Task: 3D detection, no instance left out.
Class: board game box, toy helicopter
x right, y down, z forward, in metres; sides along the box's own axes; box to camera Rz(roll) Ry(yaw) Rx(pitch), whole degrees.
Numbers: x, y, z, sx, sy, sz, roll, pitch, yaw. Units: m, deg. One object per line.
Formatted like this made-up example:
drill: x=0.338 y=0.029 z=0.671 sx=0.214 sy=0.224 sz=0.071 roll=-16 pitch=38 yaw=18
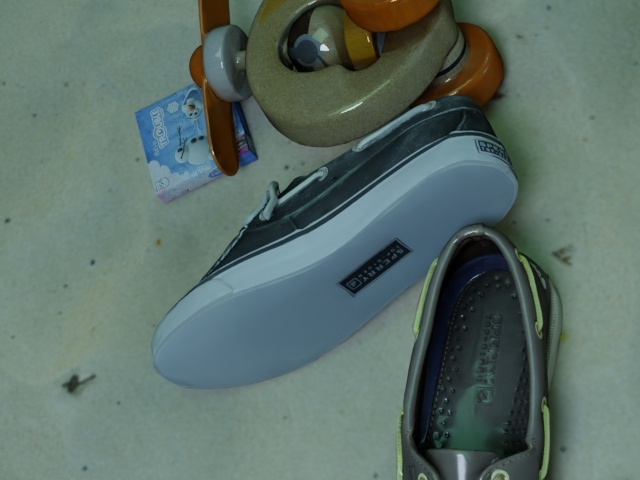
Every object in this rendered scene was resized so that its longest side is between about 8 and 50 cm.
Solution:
board game box: x=-0.106 y=-0.089 z=1.173 sx=0.090 sy=0.020 sz=0.090 roll=-25 pitch=59 yaw=12
toy helicopter: x=-0.021 y=-0.202 z=1.142 sx=0.235 sy=0.140 sz=0.355 roll=-31 pitch=46 yaw=9

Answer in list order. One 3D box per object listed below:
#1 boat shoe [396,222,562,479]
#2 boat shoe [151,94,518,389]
boat shoe: x=0.102 y=0.148 z=0.927 sx=0.117 sy=0.097 sz=0.324 roll=-1 pitch=67 yaw=23
boat shoe: x=-0.002 y=-0.002 z=1.030 sx=0.306 sy=0.113 sz=0.105 roll=-38 pitch=42 yaw=19
